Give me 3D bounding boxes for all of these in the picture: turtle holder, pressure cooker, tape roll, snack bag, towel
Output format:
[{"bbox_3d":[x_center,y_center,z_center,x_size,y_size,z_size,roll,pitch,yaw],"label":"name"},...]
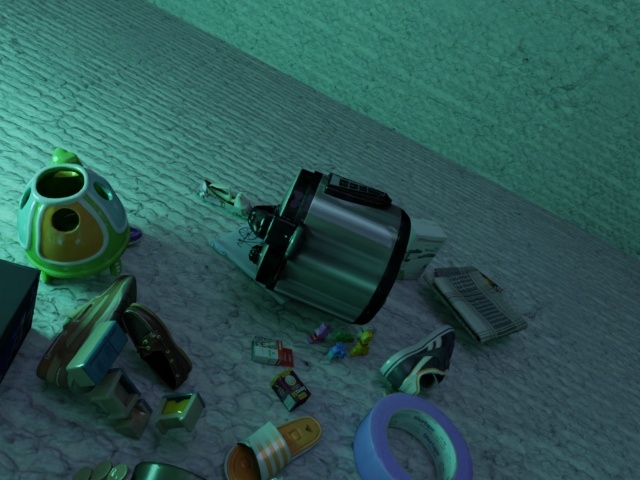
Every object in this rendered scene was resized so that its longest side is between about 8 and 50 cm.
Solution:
[{"bbox_3d":[-0.580,-0.074,1.149,0.243,0.228,0.320,8,45,-1],"label":"turtle holder"},{"bbox_3d":[-0.002,0.006,1.339,0.420,0.370,0.376,23,54,-3],"label":"pressure cooker"},{"bbox_3d":[0.219,0.507,1.138,0.274,0.090,0.275,19,34,-13],"label":"tape roll"},{"bbox_3d":[-0.132,0.050,1.546,0.323,0.037,0.342,38,37,15],"label":"snack bag"},{"bbox_3d":[0.560,0.211,1.724,0.312,0.056,0.324,-4,45,-38],"label":"towel"}]

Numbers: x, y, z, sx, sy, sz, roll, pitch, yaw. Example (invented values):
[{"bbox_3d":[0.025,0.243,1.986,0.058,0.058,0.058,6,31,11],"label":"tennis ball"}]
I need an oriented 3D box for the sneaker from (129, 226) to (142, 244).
[{"bbox_3d":[-0.571,-0.041,1.310,0.169,0.071,0.068,21,34,-12],"label":"sneaker"}]

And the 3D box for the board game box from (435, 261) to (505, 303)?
[{"bbox_3d":[0.582,0.206,1.846,0.193,0.053,0.305,39,34,16],"label":"board game box"}]

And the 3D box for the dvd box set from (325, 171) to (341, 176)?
[{"bbox_3d":[0.127,-0.108,1.926,0.420,0.062,0.307,40,35,17],"label":"dvd box set"}]

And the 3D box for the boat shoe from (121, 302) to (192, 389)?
[{"bbox_3d":[-0.359,0.230,1.038,0.207,0.073,0.073,52,26,-11],"label":"boat shoe"}]

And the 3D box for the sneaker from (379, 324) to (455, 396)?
[{"bbox_3d":[0.313,0.354,1.386,0.321,0.126,0.127,-18,53,-41],"label":"sneaker"}]

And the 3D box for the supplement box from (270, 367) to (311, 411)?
[{"bbox_3d":[-0.073,0.360,1.160,0.055,0.043,0.083,-14,53,-48],"label":"supplement box"}]

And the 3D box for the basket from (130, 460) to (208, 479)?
[{"bbox_3d":[-0.261,0.498,0.743,0.204,0.154,0.227,23,37,3],"label":"basket"}]

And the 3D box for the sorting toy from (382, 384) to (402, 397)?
[{"bbox_3d":[0.200,0.423,1.306,0.062,0.012,0.083,10,38,-26],"label":"sorting toy"}]

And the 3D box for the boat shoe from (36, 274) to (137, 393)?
[{"bbox_3d":[-0.491,0.178,1.033,0.116,0.123,0.324,9,30,-3],"label":"boat shoe"}]

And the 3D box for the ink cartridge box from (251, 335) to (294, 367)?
[{"bbox_3d":[-0.119,0.287,1.237,0.115,0.029,0.063,15,35,-20],"label":"ink cartridge box"}]

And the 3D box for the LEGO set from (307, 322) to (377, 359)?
[{"bbox_3d":[0.091,0.274,1.352,0.227,0.093,0.087,3,41,-34],"label":"LEGO set"}]

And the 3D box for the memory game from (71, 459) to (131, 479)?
[{"bbox_3d":[-0.379,0.436,0.755,0.186,0.012,0.186,-15,33,10],"label":"memory game"}]

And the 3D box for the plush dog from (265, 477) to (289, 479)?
[{"bbox_3d":[-0.058,0.572,0.794,0.262,0.211,0.225,34,52,13],"label":"plush dog"}]

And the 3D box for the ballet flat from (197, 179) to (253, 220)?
[{"bbox_3d":[-0.310,-0.141,1.631,0.221,0.079,0.077,26,32,-5],"label":"ballet flat"}]

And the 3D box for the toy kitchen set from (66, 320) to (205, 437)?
[{"bbox_3d":[-0.336,0.262,0.925,0.166,0.207,0.122,-11,31,15],"label":"toy kitchen set"}]

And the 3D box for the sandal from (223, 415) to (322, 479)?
[{"bbox_3d":[-0.089,0.429,1.026,0.265,0.076,0.102,-14,51,-46],"label":"sandal"}]

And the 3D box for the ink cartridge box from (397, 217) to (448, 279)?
[{"bbox_3d":[0.333,0.034,1.741,0.160,0.219,0.093,4,40,-33],"label":"ink cartridge box"}]

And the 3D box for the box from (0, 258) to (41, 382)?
[{"bbox_3d":[-0.615,0.186,0.866,0.103,0.184,0.261,17,35,-17],"label":"box"}]
